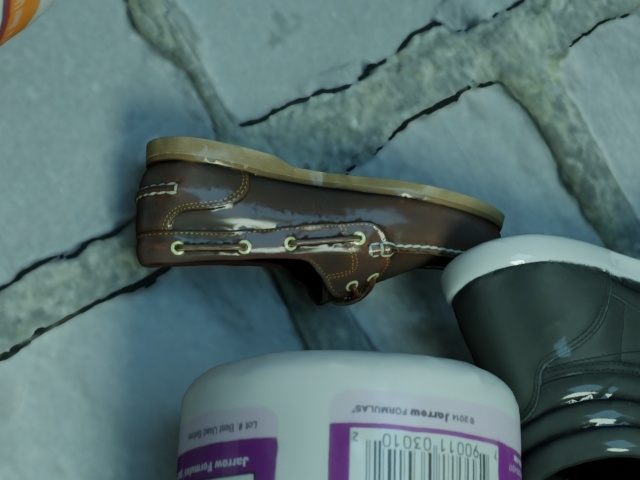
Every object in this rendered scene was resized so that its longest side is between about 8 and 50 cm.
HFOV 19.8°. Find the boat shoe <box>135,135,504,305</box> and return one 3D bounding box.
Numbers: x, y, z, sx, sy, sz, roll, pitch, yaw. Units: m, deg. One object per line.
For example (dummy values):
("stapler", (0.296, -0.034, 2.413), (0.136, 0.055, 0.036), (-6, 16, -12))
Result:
("boat shoe", (0.000, 0.000, 0.979), (0.207, 0.073, 0.073), (9, 72, -17))

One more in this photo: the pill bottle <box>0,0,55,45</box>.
("pill bottle", (-0.315, -0.093, 0.759), (0.392, 0.224, 0.224), (-40, 95, -31))

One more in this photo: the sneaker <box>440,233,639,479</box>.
("sneaker", (0.200, 0.090, 1.008), (0.295, 0.104, 0.147), (8, 59, -33))

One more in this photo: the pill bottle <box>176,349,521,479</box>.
("pill bottle", (0.013, 0.214, 0.861), (0.169, 0.169, 0.301), (9, 71, -24))
